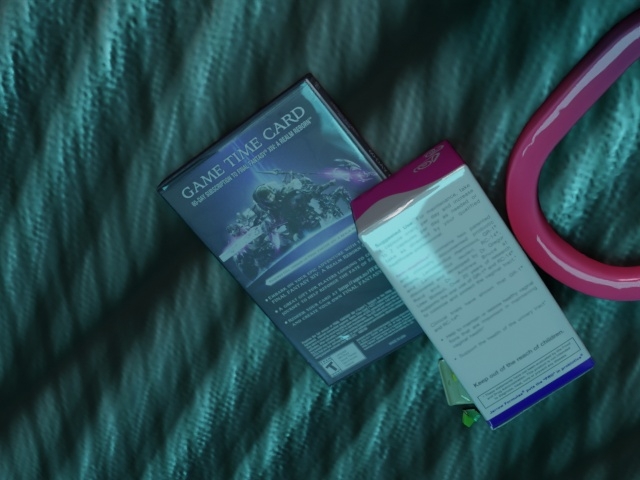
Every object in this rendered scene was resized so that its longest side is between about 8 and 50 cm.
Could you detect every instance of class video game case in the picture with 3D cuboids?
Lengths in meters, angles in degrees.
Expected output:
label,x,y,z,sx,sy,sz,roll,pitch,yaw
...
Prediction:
label,x,y,z,sx,sy,sz,roll,pitch,yaw
video game case,0.000,0.000,1.008,0.196,0.026,0.274,-33,106,25

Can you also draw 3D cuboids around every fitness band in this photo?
label,x,y,z,sx,sy,sz,roll,pitch,yaw
fitness band,0.292,-0.076,0.891,0.209,0.054,0.291,37,118,-5

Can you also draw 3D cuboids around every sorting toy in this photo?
label,x,y,z,sx,sy,sz,roll,pitch,yaw
sorting toy,0.158,0.155,1.061,0.062,0.012,0.083,-9,115,17

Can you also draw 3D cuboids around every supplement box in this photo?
label,x,y,z,sx,sy,sz,roll,pitch,yaw
supplement box,0.132,0.037,0.925,0.114,0.111,0.220,-34,106,8
